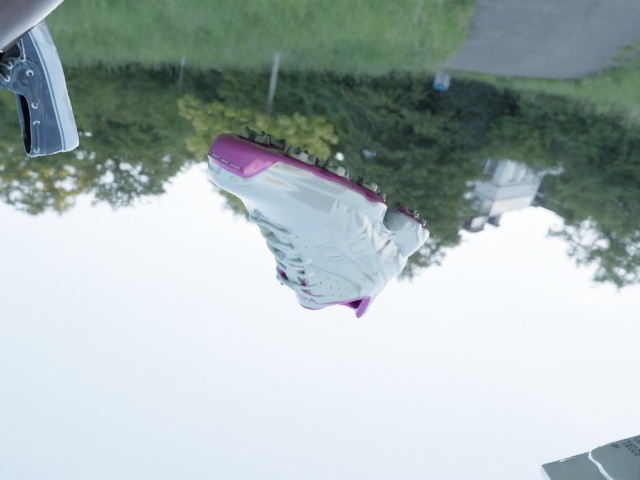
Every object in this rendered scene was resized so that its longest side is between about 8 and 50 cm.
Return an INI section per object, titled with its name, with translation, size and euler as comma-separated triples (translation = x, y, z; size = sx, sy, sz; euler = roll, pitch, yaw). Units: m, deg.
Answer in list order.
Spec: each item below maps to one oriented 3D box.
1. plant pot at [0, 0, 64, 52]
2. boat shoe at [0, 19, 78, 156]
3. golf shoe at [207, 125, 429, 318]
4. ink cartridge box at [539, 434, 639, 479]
[plant pot]
translation = -0.305, -0.282, 0.569
size = 0.167, 0.165, 0.167
euler = 48, -164, -19
[boat shoe]
translation = -0.363, -0.200, 0.727
size = 0.076, 0.228, 0.080
euler = -29, -124, -29
[golf shoe]
translation = 0.000, 0.000, 0.552
size = 0.115, 0.140, 0.306
euler = 30, -177, 36
[ink cartridge box]
translation = 0.268, 0.252, 0.361
size = 0.168, 0.232, 0.171
euler = -18, 179, 6
